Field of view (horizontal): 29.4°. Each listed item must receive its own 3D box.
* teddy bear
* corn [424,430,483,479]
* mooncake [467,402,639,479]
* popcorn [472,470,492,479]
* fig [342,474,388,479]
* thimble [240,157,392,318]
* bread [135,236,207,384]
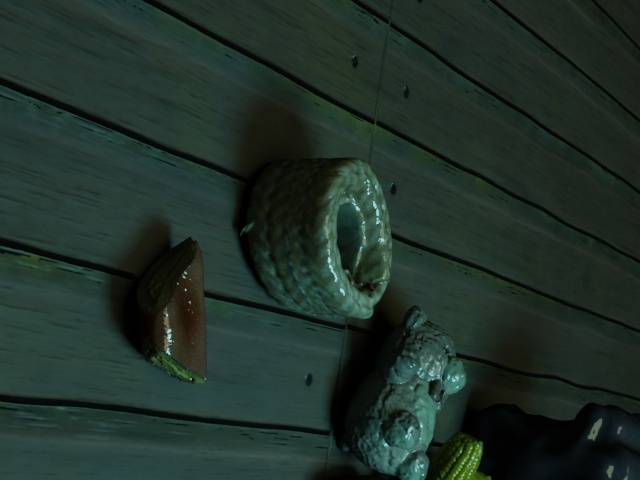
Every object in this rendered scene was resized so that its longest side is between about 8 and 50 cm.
[{"bbox_3d":[0.140,0.249,1.947,0.267,0.151,0.236,-51,143,-37],"label":"teddy bear"},{"bbox_3d":[0.181,0.408,1.940,0.080,0.080,0.231,32,87,-52],"label":"corn"},{"bbox_3d":[0.411,0.445,2.165,0.212,0.381,0.350,34,52,-39],"label":"mooncake"},{"bbox_3d":[0.217,0.485,2.044,0.184,0.204,0.221,10,99,-56],"label":"popcorn"},{"bbox_3d":[0.071,0.432,1.882,0.154,0.144,0.166,46,32,0],"label":"fig"},{"bbox_3d":[0.001,-0.007,1.729,0.196,0.148,0.229,-61,141,-36],"label":"thimble"},{"bbox_3d":[-0.188,0.096,1.521,0.119,0.067,0.192,-13,105,-63],"label":"bread"}]
